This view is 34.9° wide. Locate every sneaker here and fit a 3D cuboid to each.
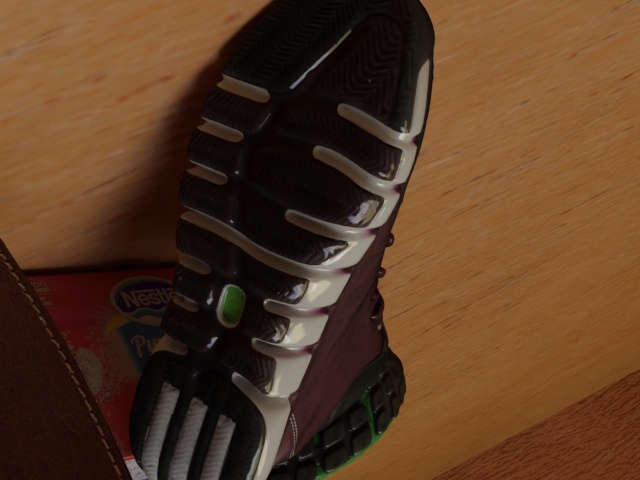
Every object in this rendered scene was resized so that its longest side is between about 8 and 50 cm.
[{"bbox_3d":[0.000,0.000,0.546,0.162,0.106,0.281,-10,127,-62],"label":"sneaker"},{"bbox_3d":[-0.093,0.162,0.831,0.343,0.134,0.146,-22,165,4],"label":"sneaker"}]

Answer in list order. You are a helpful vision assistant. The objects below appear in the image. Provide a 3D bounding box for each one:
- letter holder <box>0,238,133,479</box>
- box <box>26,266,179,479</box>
[{"bbox_3d":[-0.190,0.160,0.436,0.214,0.302,0.152,-18,156,-28],"label":"letter holder"},{"bbox_3d":[-0.122,0.100,0.629,0.256,0.123,0.128,-3,146,-49],"label":"box"}]
